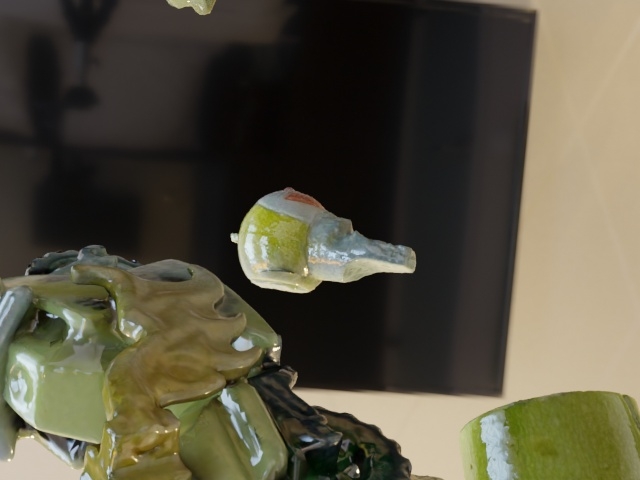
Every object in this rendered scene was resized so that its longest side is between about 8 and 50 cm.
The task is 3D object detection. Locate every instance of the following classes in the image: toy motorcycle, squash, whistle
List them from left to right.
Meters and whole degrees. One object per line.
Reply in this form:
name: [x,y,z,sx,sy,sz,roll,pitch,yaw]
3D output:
toy motorcycle: [-0.132,0.105,0.747,0.236,0.169,0.410,-12,-151,-40]
whistle: [0.000,0.000,1.153,0.223,0.123,0.123,4,-176,27]
squash: [0.297,0.355,1.253,0.233,0.309,0.210,-20,150,19]

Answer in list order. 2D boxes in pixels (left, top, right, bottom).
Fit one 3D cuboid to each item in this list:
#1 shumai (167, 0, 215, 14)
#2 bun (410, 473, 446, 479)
shumai: [-0.121,-0.389,1.127,0.394,0.395,0.348,3,162,-17]
bun: [0.078,0.311,0.857,0.243,0.244,0.153,4,-169,-10]
